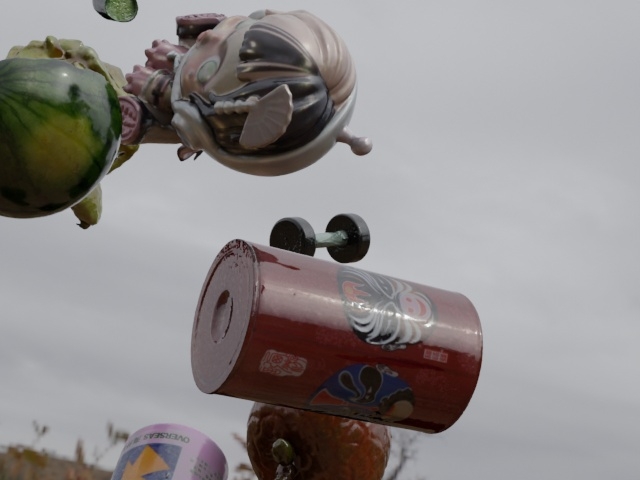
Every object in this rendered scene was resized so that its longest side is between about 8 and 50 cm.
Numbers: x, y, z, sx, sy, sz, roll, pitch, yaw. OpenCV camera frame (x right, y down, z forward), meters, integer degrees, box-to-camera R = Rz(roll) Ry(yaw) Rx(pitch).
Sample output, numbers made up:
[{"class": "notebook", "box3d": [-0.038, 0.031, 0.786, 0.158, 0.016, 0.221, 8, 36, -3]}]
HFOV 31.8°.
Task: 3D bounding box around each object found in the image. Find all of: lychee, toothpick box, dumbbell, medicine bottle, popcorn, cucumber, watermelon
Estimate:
[{"class": "lychee", "box3d": [-0.010, 0.318, 1.796, 0.255, 0.255, 0.300, -9, 8, 46]}, {"class": "toothpick box", "box3d": [0.020, 0.131, 1.477, 0.333, 0.204, 0.204, 14, -17, -23]}, {"class": "dumbbell", "box3d": [0.000, 0.000, 2.139, 0.100, 0.100, 0.191, -7, -1, 43]}, {"class": "medicine bottle", "box3d": [-0.251, 0.433, 1.695, 0.178, 0.290, 0.178, 5, -56, 7]}, {"class": "popcorn", "box3d": [-0.453, -0.182, 1.933, 0.321, 0.325, 0.290, 48, -43, -10]}, {"class": "cucumber", "box3d": [-0.296, -0.334, 1.586, 0.048, 0.048, 0.105, 20, 3, -32]}, {"class": "watermelon", "box3d": [-0.305, -0.090, 1.191, 0.204, 0.127, 0.232, -13, -23, -12]}]

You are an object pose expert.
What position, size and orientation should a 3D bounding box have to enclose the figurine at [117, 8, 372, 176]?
[{"class": "figurine", "box3d": [-0.102, -0.207, 1.534, 0.361, 0.253, 0.211, 4, -24, 46]}]
